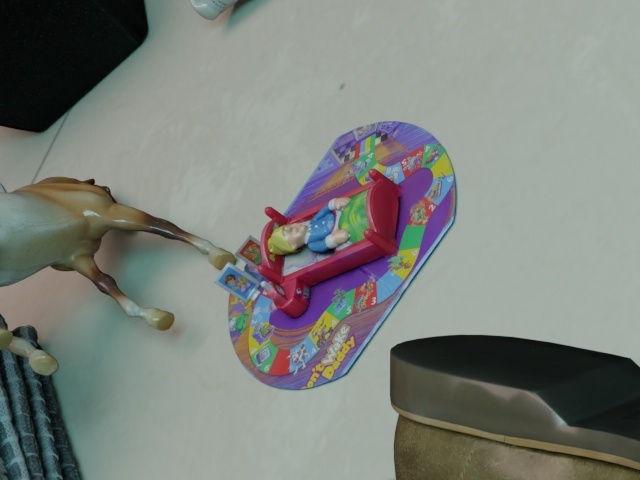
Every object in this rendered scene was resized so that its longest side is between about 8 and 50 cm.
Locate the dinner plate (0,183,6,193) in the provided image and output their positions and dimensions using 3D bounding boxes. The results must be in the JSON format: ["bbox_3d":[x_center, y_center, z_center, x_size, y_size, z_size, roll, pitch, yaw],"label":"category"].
[{"bbox_3d":[-0.291,0.011,1.198,0.141,0.017,0.141,-28,44,30],"label":"dinner plate"}]

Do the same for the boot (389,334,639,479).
[{"bbox_3d":[0.150,0.117,0.583,0.305,0.112,0.115,11,101,46],"label":"boot"}]

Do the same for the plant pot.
[{"bbox_3d":[-0.234,-0.193,1.166,0.187,0.167,0.188,-38,39,22],"label":"plant pot"}]

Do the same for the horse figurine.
[{"bbox_3d":[-0.182,0.014,0.926,0.174,0.263,0.066,30,125,33],"label":"horse figurine"}]

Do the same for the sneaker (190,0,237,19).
[{"bbox_3d":[-0.084,-0.228,1.110,0.083,0.071,0.191,-43,37,25],"label":"sneaker"}]

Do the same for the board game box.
[{"bbox_3d":[0.000,0.000,0.867,0.169,0.033,0.133,-55,36,1],"label":"board game box"}]

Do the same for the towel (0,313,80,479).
[{"bbox_3d":[-0.256,0.178,0.949,0.235,0.121,0.284,-45,39,16],"label":"towel"}]
